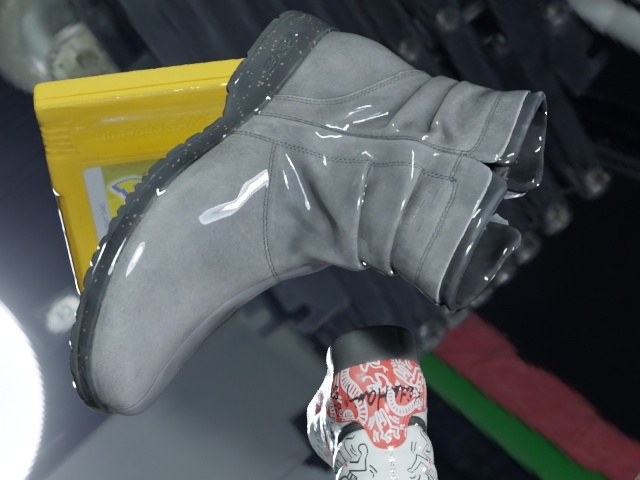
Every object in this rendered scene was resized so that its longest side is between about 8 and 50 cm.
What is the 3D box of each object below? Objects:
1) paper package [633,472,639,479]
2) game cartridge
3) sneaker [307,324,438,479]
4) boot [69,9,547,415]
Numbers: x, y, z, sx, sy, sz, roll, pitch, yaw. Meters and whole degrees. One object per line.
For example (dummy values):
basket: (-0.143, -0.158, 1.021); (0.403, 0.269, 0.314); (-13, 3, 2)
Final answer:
paper package: (0.539, 0.413, 1.716); (0.309, 0.325, 0.168); (53, -44, 2)
game cartridge: (-0.150, -0.062, 1.468); (0.323, 0.285, 0.052); (89, -9, -53)
sneaker: (0.040, 0.186, 1.058); (0.270, 0.090, 0.145); (94, -9, -62)
boot: (0.000, 0.000, 0.886); (0.223, 0.338, 0.118); (24, -17, 23)
